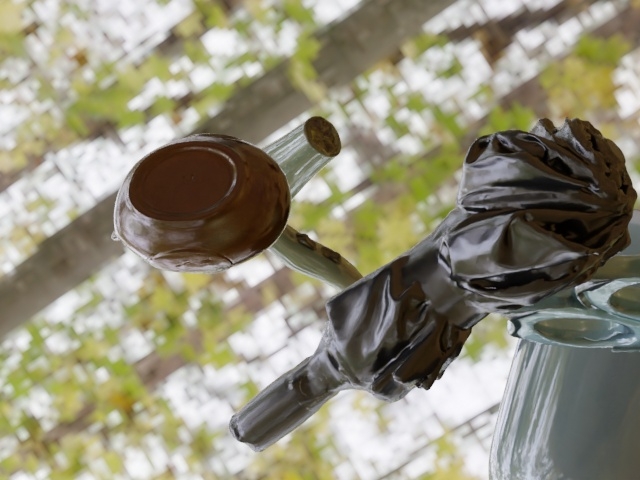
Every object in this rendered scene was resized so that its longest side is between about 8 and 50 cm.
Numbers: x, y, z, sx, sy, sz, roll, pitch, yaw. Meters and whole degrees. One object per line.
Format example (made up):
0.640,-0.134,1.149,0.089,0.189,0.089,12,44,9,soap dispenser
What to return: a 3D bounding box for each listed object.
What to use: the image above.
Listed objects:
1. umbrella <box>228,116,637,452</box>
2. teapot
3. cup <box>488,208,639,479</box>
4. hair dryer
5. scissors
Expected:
0.065,0.041,1.312,0.118,0.340,0.118,39,-151,-27,umbrella
-0.079,-0.018,1.293,0.078,0.129,0.098,62,-148,-53,teapot
0.322,0.150,1.709,0.356,0.274,0.259,23,174,-36,cup
0.001,-0.024,1.917,0.267,0.229,0.092,17,-130,-13,hair dryer
0.302,0.071,1.445,0.360,0.191,0.029,16,-115,-28,scissors
